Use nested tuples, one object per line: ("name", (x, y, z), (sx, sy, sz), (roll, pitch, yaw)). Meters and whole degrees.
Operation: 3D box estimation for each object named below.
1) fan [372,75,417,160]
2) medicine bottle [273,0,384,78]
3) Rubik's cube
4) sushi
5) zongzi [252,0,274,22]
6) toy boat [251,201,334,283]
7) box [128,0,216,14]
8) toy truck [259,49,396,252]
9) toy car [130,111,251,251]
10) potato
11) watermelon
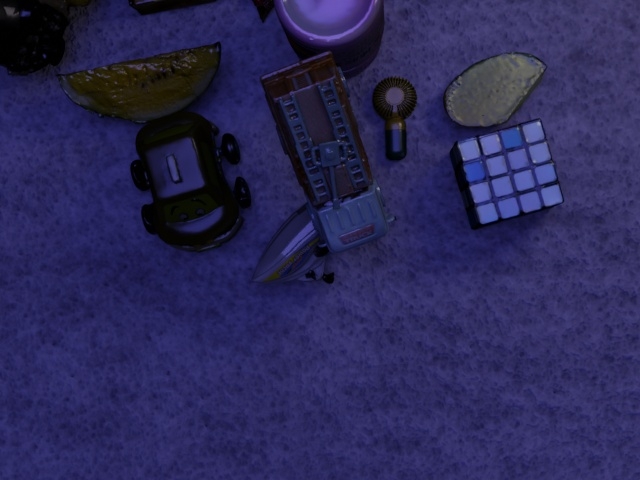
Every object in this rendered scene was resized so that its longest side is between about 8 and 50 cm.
("fan", (0.137, -0.222, 1.862), (0.082, 0.039, 0.155), (-3, 88, 3))
("medicine bottle", (0.020, -0.385, 1.751), (0.178, 0.291, 0.178), (0, 87, 3))
("Rubik's cube", (0.323, -0.113, 1.791), (0.155, 0.151, 0.154), (-16, 88, 2))
("sushi", (-0.560, -0.483, 1.784), (0.328, 0.329, 0.285), (41, 96, 9))
("zongzi", (-0.101, -0.442, 1.890), (0.083, 0.067, 0.073), (-9, 98, 22))
("toy boat", (-0.001, -0.008, 1.819), (0.141, 0.141, 0.269), (36, 92, 5))
("box", (-0.287, -0.551, 1.890), (0.159, 0.071, 0.240), (-11, 86, 6))
("toy truck", (0.016, -0.130, 1.633), (0.136, 0.162, 0.305), (-20, 113, 1))
("toy car", (-0.240, -0.106, 1.801), (0.204, 0.198, 0.247), (-16, 86, 2))
("potato", (0.312, -0.270, 1.848), (0.198, 0.054, 0.119), (-38, 85, -3))
("watermelon", (-0.314, -0.291, 1.839), (0.301, 0.129, 0.123), (-10, 57, 3))
